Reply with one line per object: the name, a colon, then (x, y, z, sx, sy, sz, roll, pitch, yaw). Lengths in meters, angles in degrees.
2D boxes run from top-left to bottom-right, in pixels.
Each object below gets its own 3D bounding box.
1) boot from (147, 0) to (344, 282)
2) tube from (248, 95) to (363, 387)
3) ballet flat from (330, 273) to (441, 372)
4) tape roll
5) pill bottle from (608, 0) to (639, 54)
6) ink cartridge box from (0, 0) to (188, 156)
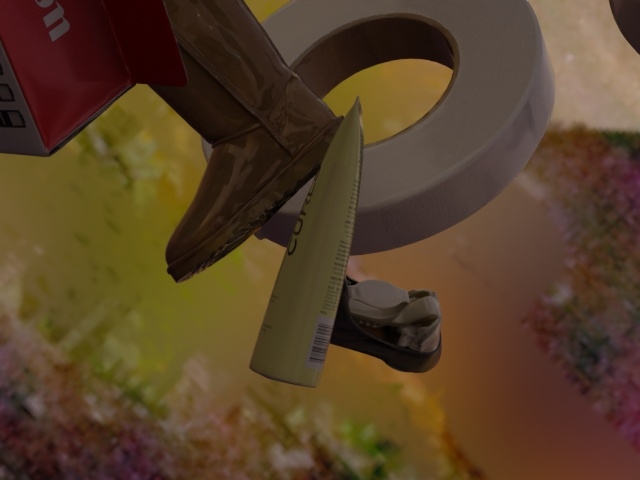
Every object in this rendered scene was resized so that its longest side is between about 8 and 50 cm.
boot: (-0.132, -0.127, 1.396, 0.269, 0.236, 0.089, 47, -12, 4)
tube: (0.000, 0.000, 1.223, 0.062, 0.240, 0.070, 16, 0, -37)
ballet flat: (0.081, 0.096, 1.717, 0.280, 0.096, 0.095, 17, 52, -49)
tape roll: (0.058, -0.151, 1.596, 0.392, 0.392, 0.072, 50, -7, 44)
pill bottle: (0.307, -0.263, 0.923, 0.204, 0.204, 0.361, 48, -24, 20)
ink cartridge box: (-0.285, -0.234, 1.214, 0.272, 0.130, 0.309, 6, -52, 36)
